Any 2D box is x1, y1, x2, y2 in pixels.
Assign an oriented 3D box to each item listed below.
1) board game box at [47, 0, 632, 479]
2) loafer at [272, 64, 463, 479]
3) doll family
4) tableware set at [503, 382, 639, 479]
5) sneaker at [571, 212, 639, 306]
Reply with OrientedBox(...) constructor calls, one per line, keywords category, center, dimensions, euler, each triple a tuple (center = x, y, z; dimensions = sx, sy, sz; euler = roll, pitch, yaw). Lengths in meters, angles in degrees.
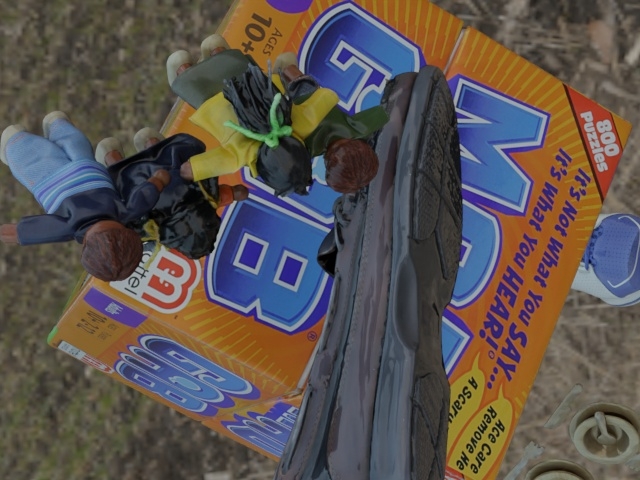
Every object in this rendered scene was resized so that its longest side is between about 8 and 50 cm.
OrientedBox(category="board game box", center=(0.000, 0.000, 1.146), dimensions=(0.356, 0.356, 0.356), euler=(-65, 11, -18))
OrientedBox(category="loafer", center=(0.027, 0.026, 0.730), dimensions=(0.095, 0.109, 0.303), euler=(-5, 60, 20))
OrientedBox(category="doll family", center=(-0.058, -0.035, 0.563), dimensions=(0.111, 0.193, 0.076), euler=(51, 167, 40))
OrientedBox(category="tableware set", center=(0.311, 0.267, 1.446), dimensions=(0.039, 0.128, 0.194), euler=(-70, 7, -54))
OrientedBox(category="sneaker", center=(0.325, 0.008, 1.734), dimensions=(0.315, 0.182, 0.128), euler=(-167, 89, -68))
